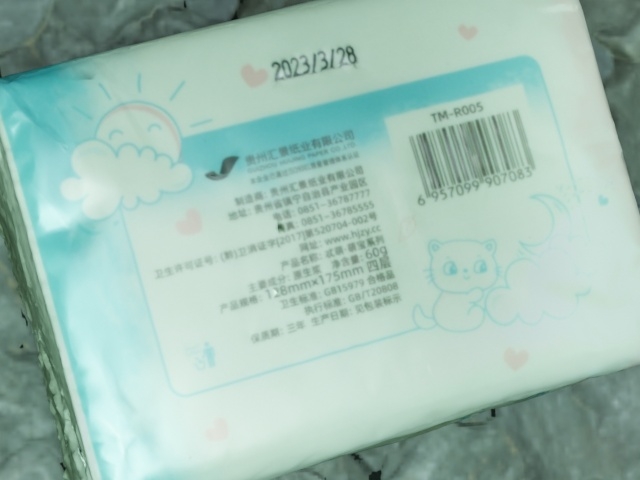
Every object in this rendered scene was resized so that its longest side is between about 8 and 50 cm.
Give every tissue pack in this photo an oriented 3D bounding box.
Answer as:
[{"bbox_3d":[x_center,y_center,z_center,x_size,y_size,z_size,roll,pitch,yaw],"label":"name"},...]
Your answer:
[{"bbox_3d":[-0.001,-0.002,0.682,0.271,0.124,0.201,-15,89,-15],"label":"tissue pack"}]
